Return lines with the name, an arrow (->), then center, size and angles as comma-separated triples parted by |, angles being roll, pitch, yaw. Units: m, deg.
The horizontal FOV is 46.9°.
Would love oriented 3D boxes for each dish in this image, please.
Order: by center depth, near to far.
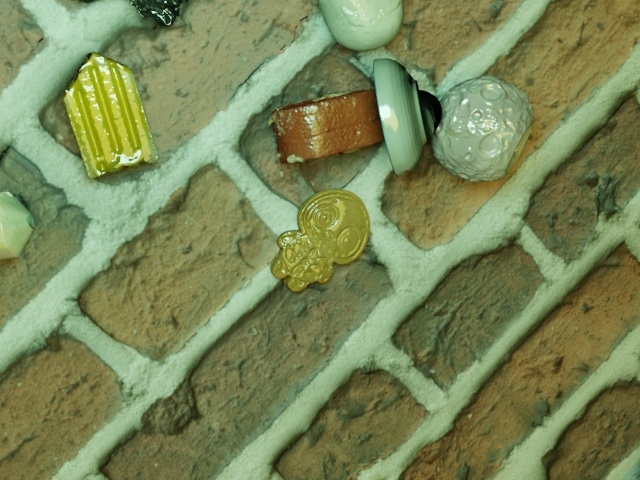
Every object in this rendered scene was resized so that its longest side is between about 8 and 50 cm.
dish -> 0.212, -0.294, 1.697 | 0.133, 0.273, 0.273 | -11, 108, 10

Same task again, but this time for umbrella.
umbrella -> -0.424, -0.542, 1.548 | 0.272, 0.110, 0.122 | 12, 100, -15

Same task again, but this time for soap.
soap -> -0.466, -0.280, 1.606 | 0.160, 0.080, 0.258 | -18, 107, -14

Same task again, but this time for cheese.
cheese -> 0.096, -0.526, 1.681 | 0.198, 0.154, 0.189 | -24, 106, -14

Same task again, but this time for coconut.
coconut -> -0.688, -0.028, 1.566 | 0.152, 0.147, 0.147 | -12, 106, -7

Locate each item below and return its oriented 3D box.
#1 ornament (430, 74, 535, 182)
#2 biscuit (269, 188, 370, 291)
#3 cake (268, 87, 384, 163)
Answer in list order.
ornament -> 0.383, -0.272, 1.783 | 0.225, 0.259, 0.259 | 29, 94, 17
biscuit -> 0.000, 0.000, 1.843 | 0.288, 0.044, 0.202 | -43, 112, -6
cake -> 0.023, -0.264, 1.711 | 0.283, 0.177, 0.151 | -13, 107, -15
